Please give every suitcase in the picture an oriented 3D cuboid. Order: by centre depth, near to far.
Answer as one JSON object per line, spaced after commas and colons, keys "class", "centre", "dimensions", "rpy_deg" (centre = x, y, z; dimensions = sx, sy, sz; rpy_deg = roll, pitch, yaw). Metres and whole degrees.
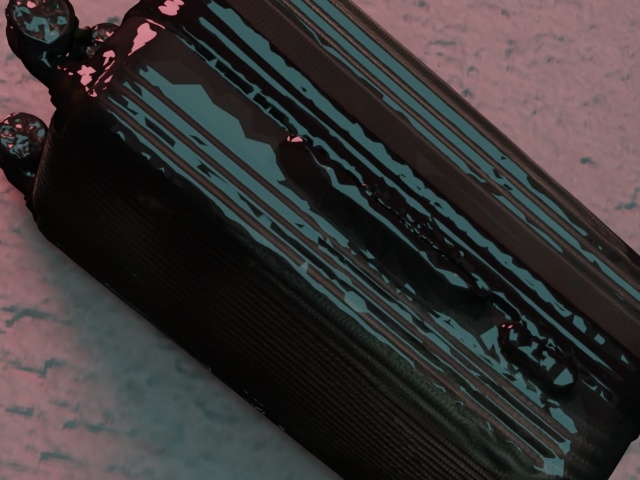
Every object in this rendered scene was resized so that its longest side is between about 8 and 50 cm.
{"class": "suitcase", "centre": [0.000, 0.000, 0.523], "dimensions": [0.312, 0.202, 0.128], "rpy_deg": [41, 67, -4]}
